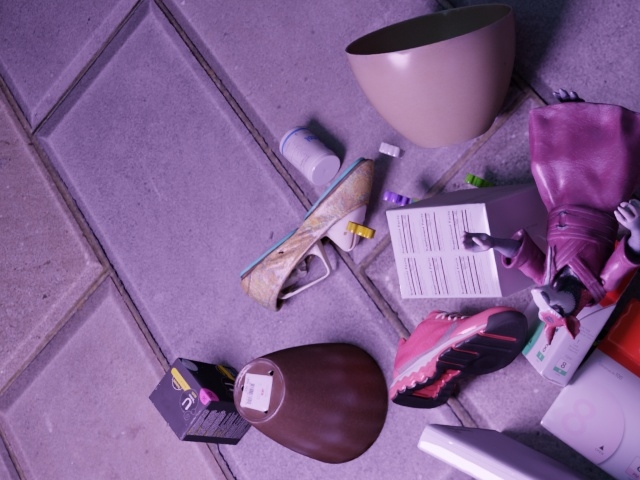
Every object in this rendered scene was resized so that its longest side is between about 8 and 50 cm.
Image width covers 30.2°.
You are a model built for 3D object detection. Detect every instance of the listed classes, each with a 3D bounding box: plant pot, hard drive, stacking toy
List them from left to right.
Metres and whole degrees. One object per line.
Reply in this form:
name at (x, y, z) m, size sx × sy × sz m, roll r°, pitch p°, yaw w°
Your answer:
plant pot at (-0.037, 0.268, 2.024) m, size 0.215 × 0.230 × 0.215 m, roll -9°, pitch 74°, yaw 34°
stacking toy at (0.172, -0.057, 2.043) m, size 0.221 × 0.052 × 0.166 m, roll 21°, pitch 94°, yaw 12°
plant pot at (0.202, -0.266, 1.993) m, size 0.284 × 0.284 × 0.190 m, roll -2°, pitch 114°, yaw 35°
hard drive at (0.344, 0.361, 1.725) m, size 0.353 × 0.233 × 0.047 m, roll 22°, pitch 93°, yaw 37°

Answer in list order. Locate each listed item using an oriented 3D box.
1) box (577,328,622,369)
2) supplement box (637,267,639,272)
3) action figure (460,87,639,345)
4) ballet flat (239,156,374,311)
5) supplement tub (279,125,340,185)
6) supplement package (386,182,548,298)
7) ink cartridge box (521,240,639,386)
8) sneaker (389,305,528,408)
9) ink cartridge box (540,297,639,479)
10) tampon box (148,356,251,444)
box at (0.424, 0.180, 1.826) m, size 0.062 × 0.052 × 0.083 m, roll 37°, pitch 101°, yaw 35°
supplement box at (0.518, 0.023, 1.778) m, size 0.056 × 0.083 × 0.083 m, roll 39°, pitch 101°, yaw 34°
action figure at (0.372, -0.021, 1.736) m, size 0.248 × 0.276 × 0.370 m, roll 7°, pitch 76°, yaw 28°
ballet flat at (0.000, 0.000, 2.151) m, size 0.348 × 0.123 × 0.123 m, roll -44°, pitch 57°, yaw 18°
supplement tub at (-0.021, -0.160, 2.220) m, size 0.107 × 0.071 × 0.071 m, roll 44°, pitch 105°, yaw 34°
supplement package at (0.250, 0.000, 1.865) m, size 0.203 × 0.194 × 0.149 m, roll -4°, pitch 99°, yaw 47°
ink cartridge box at (0.386, 0.093, 1.813) m, size 0.224 × 0.056 × 0.181 m, roll -62°, pitch 11°, yaw 9°
sneaker at (0.207, 0.158, 1.914) m, size 0.314 × 0.116 × 0.136 m, roll -41°, pitch 42°, yaw 46°
ink cartridge box at (0.467, 0.231, 1.747) m, size 0.189 × 0.066 × 0.232 m, roll 35°, pitch 104°, yaw 16°
tampon box at (-0.208, 0.298, 2.183) m, size 0.120 × 0.161 × 0.101 m, roll 45°, pitch 105°, yaw 34°
